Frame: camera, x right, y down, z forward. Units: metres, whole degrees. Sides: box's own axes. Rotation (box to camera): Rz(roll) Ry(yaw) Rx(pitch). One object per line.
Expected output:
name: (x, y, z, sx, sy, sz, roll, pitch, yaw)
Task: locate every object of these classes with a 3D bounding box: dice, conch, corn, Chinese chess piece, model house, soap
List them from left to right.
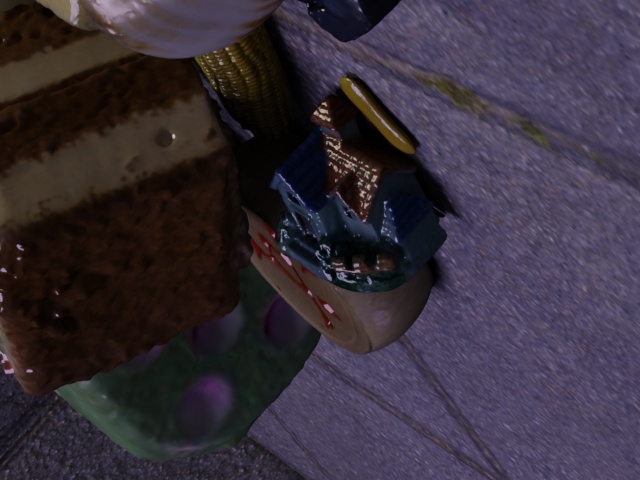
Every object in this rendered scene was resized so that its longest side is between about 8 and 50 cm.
dice: (-0.204, 0.042, 2.143, 0.322, 0.318, 0.330, 31, 164, 46)
conch: (-0.112, -0.205, 1.440, 0.158, 0.127, 0.255, 48, 165, -14)
corn: (-0.068, -0.153, 1.631, 0.072, 0.072, 0.203, 37, 167, 28)
Chinese chess piece: (0.000, 0.000, 1.865, 0.250, 0.103, 0.250, 42, 167, 12)
model house: (0.020, -0.049, 1.623, 0.148, 0.119, 0.148, 32, 156, 42)
soap: (0.047, -0.103, 1.556, 0.089, 0.012, 0.034, 46, 168, -15)

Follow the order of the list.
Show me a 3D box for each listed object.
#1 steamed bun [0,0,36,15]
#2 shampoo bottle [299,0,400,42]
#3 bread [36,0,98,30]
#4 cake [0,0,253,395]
steamed bun: (-0.397, -0.266, 1.906, 0.334, 0.233, 0.312, 49, 168, -32)
shampoo bottle: (-0.078, -0.279, 1.194, 0.359, 0.078, 0.134, 46, 165, -11)
bread: (-0.228, -0.323, 1.657, 0.240, 0.135, 0.178, 37, 133, 29)
cake: (-0.218, -0.053, 1.728, 0.290, 0.282, 0.255, 58, 164, 34)
